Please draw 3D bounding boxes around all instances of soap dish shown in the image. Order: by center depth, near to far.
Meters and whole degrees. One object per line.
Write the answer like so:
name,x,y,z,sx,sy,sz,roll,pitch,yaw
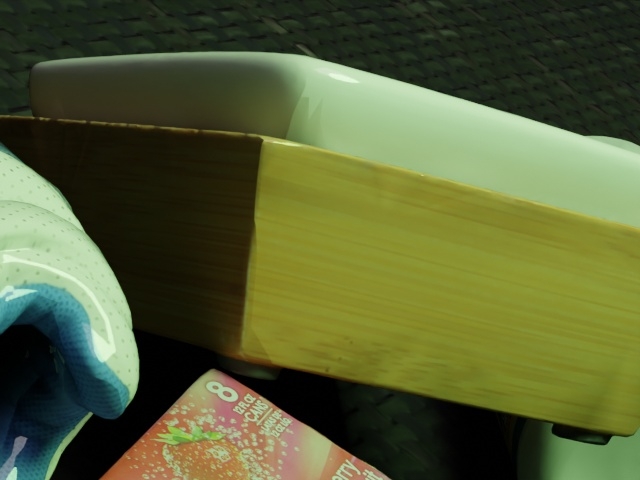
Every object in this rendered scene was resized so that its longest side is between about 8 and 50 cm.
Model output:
soap dish,0.000,0.000,0.850,0.229,0.118,0.291,13,-2,-30

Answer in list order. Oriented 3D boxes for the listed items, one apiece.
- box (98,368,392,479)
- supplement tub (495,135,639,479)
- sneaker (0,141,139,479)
box,-0.059,0.164,0.625,0.122,0.128,0.257,33,28,6
supplement tub,0.151,0.051,0.993,0.144,0.144,0.199,18,29,-21
sneaker,-0.202,0.065,0.505,0.323,0.130,0.236,-36,48,-28
